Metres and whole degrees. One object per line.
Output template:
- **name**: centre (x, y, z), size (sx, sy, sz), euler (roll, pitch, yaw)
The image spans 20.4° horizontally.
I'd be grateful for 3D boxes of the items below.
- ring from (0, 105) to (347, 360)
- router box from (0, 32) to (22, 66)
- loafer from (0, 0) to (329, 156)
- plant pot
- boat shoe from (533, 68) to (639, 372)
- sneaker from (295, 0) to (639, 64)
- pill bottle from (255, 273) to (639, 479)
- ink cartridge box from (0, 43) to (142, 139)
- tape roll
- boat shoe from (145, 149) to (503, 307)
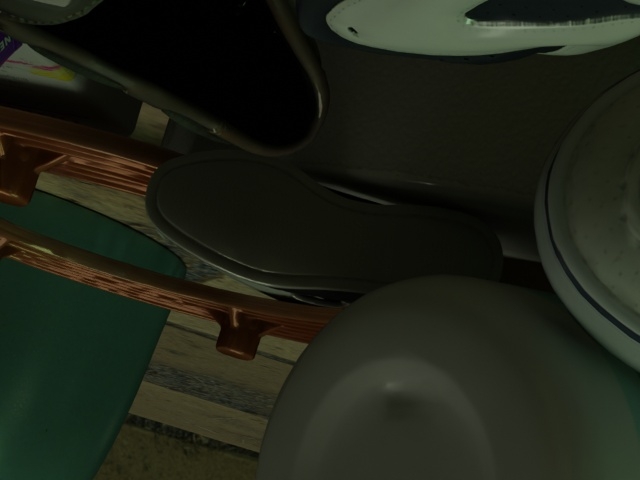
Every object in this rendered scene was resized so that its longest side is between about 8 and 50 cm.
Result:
- **ring**: centre (-0.077, 0.009, 0.789), size (0.337, 0.032, 0.336), euler (16, 168, 3)
- **router box**: centre (-0.188, -0.113, 0.528), size (0.179, 0.046, 0.133), euler (12, 134, 20)
- **loafer**: centre (-0.057, -0.088, 0.462), size (0.084, 0.096, 0.267), euler (52, -172, 19)
- **plant pot**: centre (-0.268, 0.091, 1.261), size (0.293, 0.235, 0.293), euler (15, 169, 3)
- **boat shoe**: centre (0.228, -0.004, 0.429), size (0.367, 0.136, 0.156), euler (9, 167, 17)
- **sneaker**: centre (0.011, -0.096, 0.379), size (0.235, 0.094, 0.153), euler (13, 164, -41)
- **pill bottle**: centre (0.116, 0.099, 0.624), size (0.264, 0.146, 0.146), euler (12, 173, -42)
- **ink cartridge box**: centre (-0.125, -0.091, 0.656), size (0.104, 0.061, 0.181), euler (13, 167, 19)
- **tape roll**: centre (0.117, 0.006, 0.773), size (0.392, 0.072, 0.392), euler (16, 169, 3)
- **boat shoe**: centre (0.000, 0.000, 0.620), size (0.125, 0.046, 0.038), euler (9, 164, -7)
